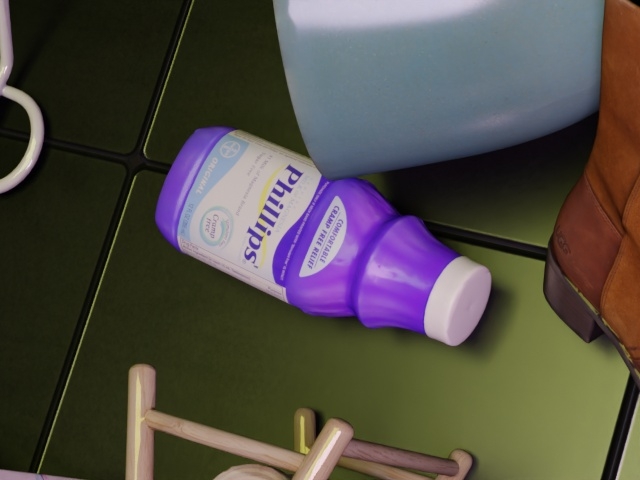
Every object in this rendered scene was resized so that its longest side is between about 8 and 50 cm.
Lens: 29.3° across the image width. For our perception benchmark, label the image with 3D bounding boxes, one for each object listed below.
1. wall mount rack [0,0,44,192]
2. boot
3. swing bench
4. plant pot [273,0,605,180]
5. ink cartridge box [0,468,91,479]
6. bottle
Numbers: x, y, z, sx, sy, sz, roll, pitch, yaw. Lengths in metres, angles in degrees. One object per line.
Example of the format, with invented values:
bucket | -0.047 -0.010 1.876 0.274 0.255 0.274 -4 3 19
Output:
wall mount rack | -0.417 -0.196 1.223 0.350 0.130 0.304 22 87 28
boot | 0.262 -0.004 0.764 0.096 0.280 0.264 -22 51 -23
swing bench | -0.034 0.241 0.846 0.165 0.253 0.255 11 82 28
plant pot | 0.110 -0.197 0.886 0.235 0.293 0.293 -4 74 13
ink cartridge box | -0.238 0.250 0.975 0.067 0.198 0.115 -28 66 17
bottle | 0.000 0.000 0.986 0.283 0.092 0.118 25 89 29
